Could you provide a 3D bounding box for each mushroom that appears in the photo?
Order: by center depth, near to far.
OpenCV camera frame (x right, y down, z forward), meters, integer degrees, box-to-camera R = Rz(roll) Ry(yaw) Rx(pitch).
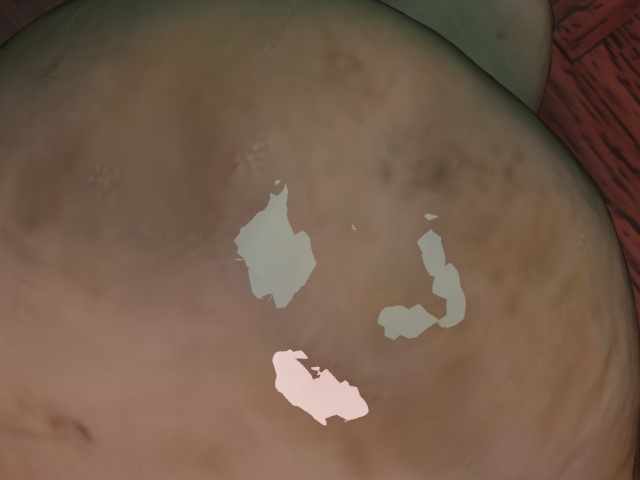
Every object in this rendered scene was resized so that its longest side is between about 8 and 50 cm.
[{"bbox_3d":[0.000,0.000,0.567,0.314,0.314,0.336,28,48,-2],"label":"mushroom"}]
